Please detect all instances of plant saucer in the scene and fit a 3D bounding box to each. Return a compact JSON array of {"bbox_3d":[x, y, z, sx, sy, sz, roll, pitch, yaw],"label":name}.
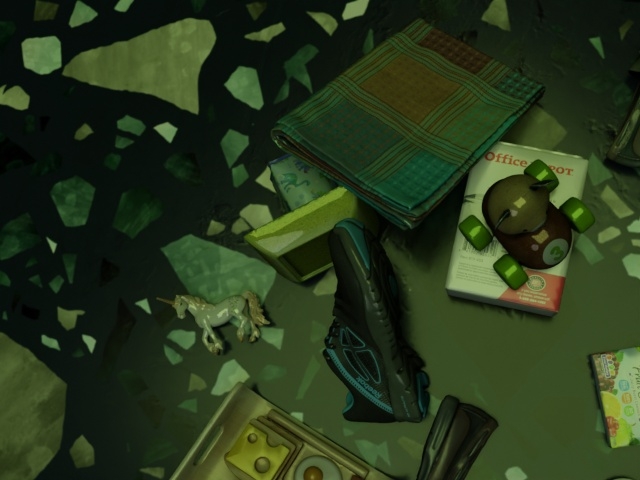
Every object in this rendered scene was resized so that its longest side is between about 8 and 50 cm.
[{"bbox_3d":[0.000,0.000,1.419,0.188,0.188,0.045,-27,66,5],"label":"plant saucer"}]

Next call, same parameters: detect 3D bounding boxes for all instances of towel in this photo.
[{"bbox_3d":[0.139,-0.197,1.401,0.271,0.040,0.370,34,58,22],"label":"towel"}]

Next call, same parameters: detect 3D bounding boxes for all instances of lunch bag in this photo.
[{"bbox_3d":[0.009,-0.091,1.490,0.151,0.096,0.129,-24,74,-9],"label":"lunch bag"}]

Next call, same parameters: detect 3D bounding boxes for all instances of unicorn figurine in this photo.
[{"bbox_3d":[-0.171,0.127,1.505,0.161,0.060,0.111,-17,77,-9],"label":"unicorn figurine"}]

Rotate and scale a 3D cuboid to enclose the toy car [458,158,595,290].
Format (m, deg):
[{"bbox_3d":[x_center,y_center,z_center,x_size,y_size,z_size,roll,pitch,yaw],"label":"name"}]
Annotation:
[{"bbox_3d":[0.285,-0.034,1.271,0.155,0.188,0.149,-41,77,2],"label":"toy car"}]

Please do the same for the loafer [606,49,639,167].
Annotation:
[{"bbox_3d":[0.506,-0.242,1.423,0.084,0.096,0.268,11,85,18],"label":"loafer"}]

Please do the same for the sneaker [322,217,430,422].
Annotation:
[{"bbox_3d":[0.056,0.133,1.369,0.139,0.125,0.341,-11,109,19],"label":"sneaker"}]

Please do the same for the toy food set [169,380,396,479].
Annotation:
[{"bbox_3d":[-0.060,0.381,1.394,0.306,0.092,0.220,30,74,15],"label":"toy food set"}]

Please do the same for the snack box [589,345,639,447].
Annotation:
[{"bbox_3d":[0.467,0.231,1.376,0.100,0.037,0.141,-11,79,7],"label":"snack box"}]

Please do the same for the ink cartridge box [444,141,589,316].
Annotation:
[{"bbox_3d":[0.300,-0.019,1.416,0.172,0.100,0.237,12,83,12],"label":"ink cartridge box"}]

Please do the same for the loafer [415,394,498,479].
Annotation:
[{"bbox_3d":[0.178,0.386,1.371,0.095,0.109,0.303,19,82,9],"label":"loafer"}]

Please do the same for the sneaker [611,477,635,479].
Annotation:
[{"bbox_3d":[0.398,0.484,1.300,0.111,0.129,0.297,16,85,10],"label":"sneaker"}]
